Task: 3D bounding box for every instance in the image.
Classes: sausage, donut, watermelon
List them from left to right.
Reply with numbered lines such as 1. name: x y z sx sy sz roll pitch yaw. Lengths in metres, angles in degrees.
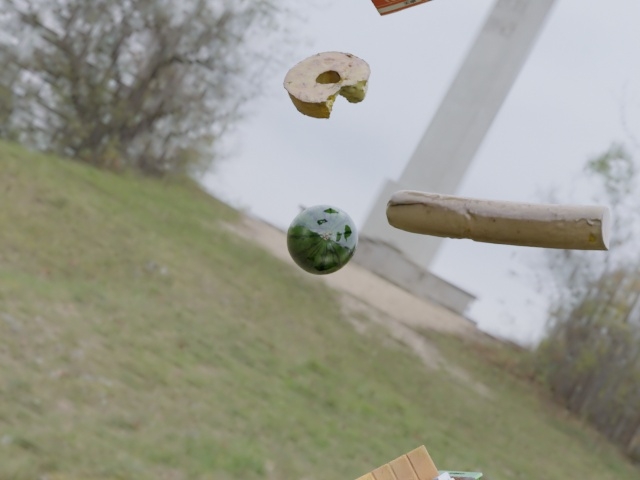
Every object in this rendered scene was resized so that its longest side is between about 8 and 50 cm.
1. watermelon: 0.003 0.000 1.946 0.109 0.109 0.109 29 -6 3
2. donut: 0.008 -0.192 1.776 0.097 0.108 0.043 48 -26 44
3. sausage: 0.227 -0.027 1.864 0.301 0.066 0.066 4 -17 25

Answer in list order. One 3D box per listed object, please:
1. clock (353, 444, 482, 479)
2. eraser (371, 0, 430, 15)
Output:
1. clock: 0.082 0.412 2.015 0.166 0.309 0.235 62 21 10
2. eraser: 0.121 -0.419 2.078 0.157 0.038 0.230 -15 -29 17
